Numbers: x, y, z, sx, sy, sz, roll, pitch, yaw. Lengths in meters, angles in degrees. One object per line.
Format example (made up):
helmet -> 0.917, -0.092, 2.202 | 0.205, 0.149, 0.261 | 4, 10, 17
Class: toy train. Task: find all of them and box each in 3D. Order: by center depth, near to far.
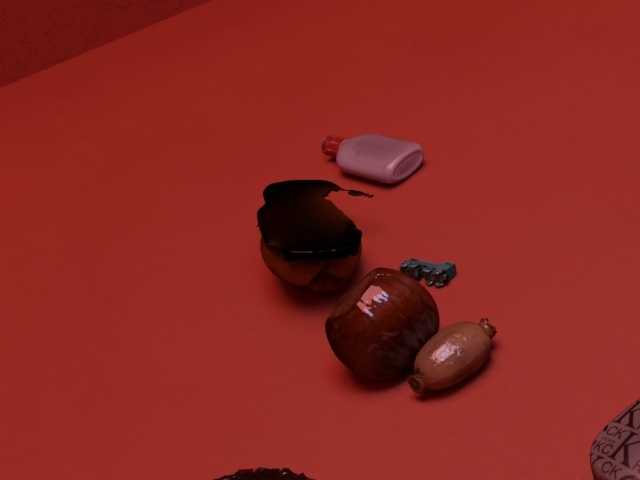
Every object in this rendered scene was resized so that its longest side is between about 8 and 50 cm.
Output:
toy train -> 0.161, 0.044, 1.516 | 0.092, 0.029, 0.045 | 12, 36, 44

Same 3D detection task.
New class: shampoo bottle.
shampoo bottle -> 0.086, -0.160, 1.860 | 0.108, 0.051, 0.220 | -40, 36, -25

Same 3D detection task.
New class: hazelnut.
hazelnut -> 0.086, 0.116, 1.358 | 0.143, 0.143, 0.154 | 14, 52, 44

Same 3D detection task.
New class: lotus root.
lotus root -> 0.177, 0.147, 1.308 | 0.150, 0.062, 0.073 | -35, 34, -21

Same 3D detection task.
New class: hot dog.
hot dog -> -0.006, 0.001, 1.614 | 0.194, 0.107, 0.326 | -5, 23, 7

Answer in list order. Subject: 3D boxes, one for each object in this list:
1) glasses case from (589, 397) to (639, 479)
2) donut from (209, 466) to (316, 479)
glasses case -> 0.449, 0.180, 1.074 | 0.354, 0.085, 0.137 | -30, 33, -16
donut -> -0.075, 0.354, 1.095 | 0.216, 0.096, 0.230 | -22, 30, -7
